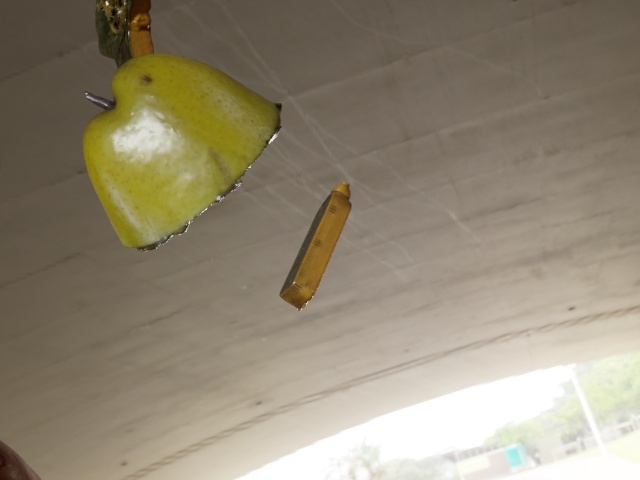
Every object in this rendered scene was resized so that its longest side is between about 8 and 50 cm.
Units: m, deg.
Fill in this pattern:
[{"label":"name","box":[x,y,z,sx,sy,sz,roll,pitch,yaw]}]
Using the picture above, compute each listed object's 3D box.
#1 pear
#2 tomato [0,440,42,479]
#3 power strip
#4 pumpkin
[{"label":"pear","box":[-0.181,-0.133,0.916,0.266,0.267,0.178,-25,-62,20]},{"label":"tomato","box":[-0.308,0.235,0.615,0.187,0.187,0.151,-10,9,-20]},{"label":"power strip","box":[0.000,0.000,0.877,0.028,0.178,0.049,31,-33,-11]},{"label":"pumpkin","box":[-0.305,-0.374,1.252,0.095,0.290,0.258,-9,-54,-28]}]
